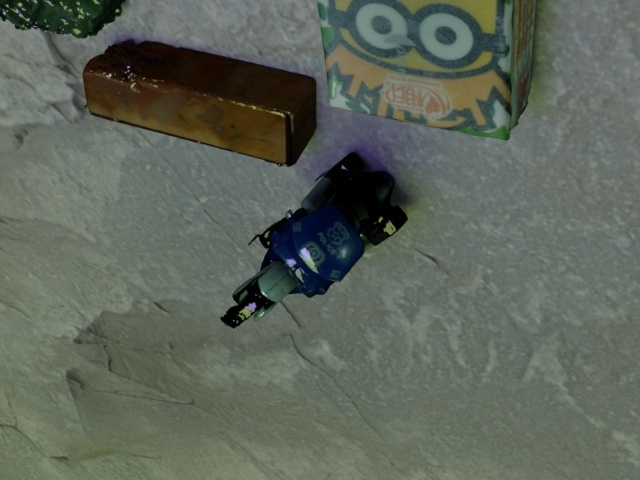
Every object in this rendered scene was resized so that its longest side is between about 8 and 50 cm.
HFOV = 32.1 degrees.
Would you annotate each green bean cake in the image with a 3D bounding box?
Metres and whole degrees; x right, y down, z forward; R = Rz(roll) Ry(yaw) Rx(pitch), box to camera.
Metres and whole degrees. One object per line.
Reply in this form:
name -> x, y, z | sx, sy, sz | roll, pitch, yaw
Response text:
green bean cake -> -0.359, -0.331, 1.430 | 0.208, 0.107, 0.193 | 34, 139, -10

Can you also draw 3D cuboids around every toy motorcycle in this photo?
toy motorcycle -> 0.000, 0.000, 1.409 | 0.196, 0.331, 0.125 | -36, 95, 35

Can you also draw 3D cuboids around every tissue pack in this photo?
tissue pack -> 0.116, -0.272, 1.207 | 0.228, 0.128, 0.311 | 13, 137, 20

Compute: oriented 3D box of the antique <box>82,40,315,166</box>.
antique -> -0.164, -0.190, 1.483 | 0.310, 0.087, 0.093 | 15, 137, 15
